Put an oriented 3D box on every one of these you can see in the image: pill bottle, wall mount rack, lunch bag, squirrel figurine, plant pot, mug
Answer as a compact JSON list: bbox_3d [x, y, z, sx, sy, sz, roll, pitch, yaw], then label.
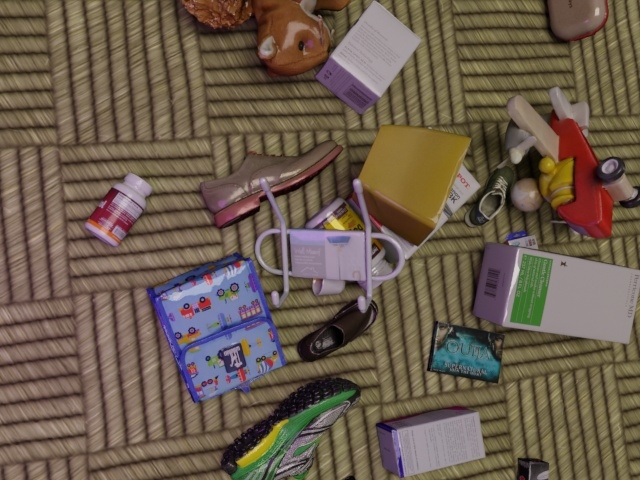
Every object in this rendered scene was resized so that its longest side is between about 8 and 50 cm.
[{"bbox_3d":[-0.433,-0.068,1.550,0.086,0.086,0.152,35,76,-10],"label":"pill bottle"},{"bbox_3d":[0.000,0.000,1.544,0.350,0.130,0.304,2,109,16],"label":"wall mount rack"},{"bbox_3d":[0.069,0.013,1.665,0.117,0.117,0.215,-42,96,-15],"label":"pill bottle"},{"bbox_3d":[-0.220,0.205,1.577,0.221,0.138,0.293,-23,103,-18],"label":"lunch bag"},{"bbox_3d":[-0.126,-0.566,1.629,0.397,0.281,0.370,5,94,-1],"label":"squirrel figurine"},{"bbox_3d":[0.183,-0.135,1.557,0.187,0.212,0.212,23,79,2],"label":"plant pot"},{"bbox_3d":[0.023,0.093,1.675,0.064,0.062,0.078,7,93,-23],"label":"mug"}]

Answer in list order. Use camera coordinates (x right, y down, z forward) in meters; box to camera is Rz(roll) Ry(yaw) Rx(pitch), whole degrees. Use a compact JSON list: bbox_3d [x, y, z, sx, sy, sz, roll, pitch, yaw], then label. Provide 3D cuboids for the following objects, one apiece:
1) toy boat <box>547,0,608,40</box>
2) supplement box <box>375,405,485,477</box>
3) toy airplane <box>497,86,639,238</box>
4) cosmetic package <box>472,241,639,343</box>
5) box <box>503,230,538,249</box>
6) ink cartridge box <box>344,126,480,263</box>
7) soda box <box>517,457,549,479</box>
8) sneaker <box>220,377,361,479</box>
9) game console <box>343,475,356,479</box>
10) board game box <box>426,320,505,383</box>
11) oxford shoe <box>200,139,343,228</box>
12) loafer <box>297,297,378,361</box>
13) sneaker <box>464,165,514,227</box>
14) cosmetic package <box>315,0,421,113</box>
[{"bbox_3d":[0.701,-0.647,1.915,0.151,0.151,0.231,-1,85,-46],"label":"toy boat"},{"bbox_3d":[0.257,0.467,1.675,0.220,0.111,0.114,-9,87,-16],"label":"supplement box"},{"bbox_3d":[0.583,-0.182,1.762,0.272,0.384,0.386,-35,86,24],"label":"toy airplane"},{"bbox_3d":[0.580,0.128,1.756,0.365,0.155,0.197,8,92,-17],"label":"cosmetic package"},{"bbox_3d":[0.522,0.044,1.836,0.081,0.028,0.136,-13,90,-16],"label":"box"},{"bbox_3d":[0.217,-0.109,1.720,0.273,0.114,0.197,-43,96,-16],"label":"ink cartridge box"},{"bbox_3d":[0.521,0.627,1.763,0.060,0.053,0.169,7,83,-15],"label":"soda box"},{"bbox_3d":[-0.047,0.435,1.598,0.343,0.134,0.146,-37,102,-7],"label":"sneaker"},{"bbox_3d":[0.064,0.621,1.629,0.071,0.107,0.122,-28,92,12],"label":"game console"},{"bbox_3d":[0.361,0.276,1.767,0.186,0.026,0.126,12,82,-14],"label":"board game box"},{"bbox_3d":[-0.109,-0.162,1.634,0.348,0.123,0.130,-30,87,-17],"label":"oxford shoe"},{"bbox_3d":[0.052,0.212,1.660,0.220,0.078,0.080,-36,94,-16],"label":"loafer"},{"bbox_3d":[0.443,-0.113,1.798,0.064,0.086,0.192,40,76,-8],"label":"sneaker"},{"bbox_3d":[0.111,-0.432,1.705,0.151,0.151,0.184,37,75,-9],"label":"cosmetic package"}]
